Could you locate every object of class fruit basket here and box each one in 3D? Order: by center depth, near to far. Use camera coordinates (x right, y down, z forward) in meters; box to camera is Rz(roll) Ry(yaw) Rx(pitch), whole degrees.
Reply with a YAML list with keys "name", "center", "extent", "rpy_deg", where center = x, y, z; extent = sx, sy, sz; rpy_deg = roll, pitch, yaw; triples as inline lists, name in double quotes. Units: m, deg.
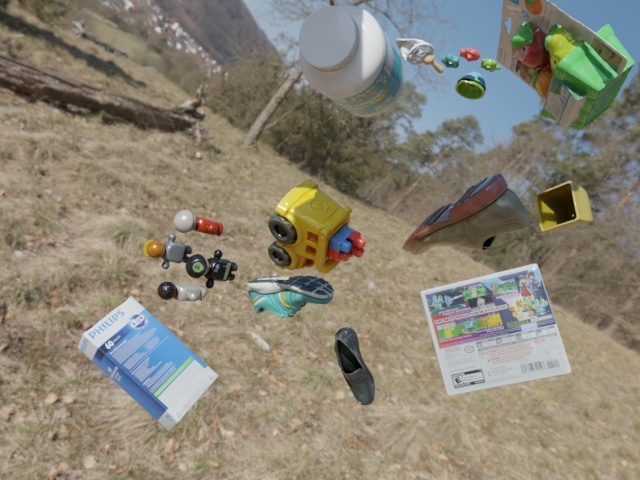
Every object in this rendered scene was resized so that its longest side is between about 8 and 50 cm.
- name: "fruit basket"
  center: [0.573, -0.448, 1.215]
  extent: [0.353, 0.165, 0.327]
  rpy_deg: [45, -2, 22]

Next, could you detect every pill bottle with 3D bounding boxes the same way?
- name: "pill bottle"
  center: [0.054, -0.311, 0.843]
  extent: [0.146, 0.146, 0.264]
  rpy_deg: [46, 17, 13]

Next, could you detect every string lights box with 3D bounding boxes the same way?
- name: "string lights box"
  center: [-0.362, 0.257, 1.022]
  extent: [0.260, 0.077, 0.133]
  rpy_deg: [42, 43, 1]

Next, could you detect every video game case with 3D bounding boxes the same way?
- name: "video game case"
  center: [0.291, 0.152, 0.818]
  extent: [0.023, 0.201, 0.183]
  rpy_deg: [28, 48, -71]

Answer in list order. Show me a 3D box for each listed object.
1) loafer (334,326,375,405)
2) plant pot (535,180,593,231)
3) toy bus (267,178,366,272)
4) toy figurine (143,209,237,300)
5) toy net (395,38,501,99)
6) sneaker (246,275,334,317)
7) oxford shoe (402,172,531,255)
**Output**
- name: "loafer"
  center: [0.085, 0.341, 1.276]
  extent: [0.078, 0.076, 0.223]
  rpy_deg: [-35, 108, -62]
- name: "plant pot"
  center: [0.498, -0.062, 0.970]
  extent: [0.083, 0.081, 0.081]
  rpy_deg: [8, 71, -30]
- name: "toy bus"
  center: [0.000, 0.000, 1.133]
  extent: [0.211, 0.149, 0.220]
  rpy_deg: [30, -39, 17]
- name: "toy figurine"
  center: [-0.347, 0.048, 1.263]
  extent: [0.148, 0.209, 0.213]
  rpy_deg: [14, 48, -56]
- name: "toy net"
  center: [0.273, -0.395, 1.076]
  extent: [0.232, 0.045, 0.122]
  rpy_deg: [23, -7, 1]
- name: "sneaker"
  center: [-0.079, 0.153, 1.298]
  extent: [0.107, 0.275, 0.110]
  rpy_deg: [-16, 101, -53]
- name: "oxford shoe"
  center: [0.299, -0.014, 1.051]
  extent: [0.130, 0.123, 0.348]
  rpy_deg: [48, -25, -1]
